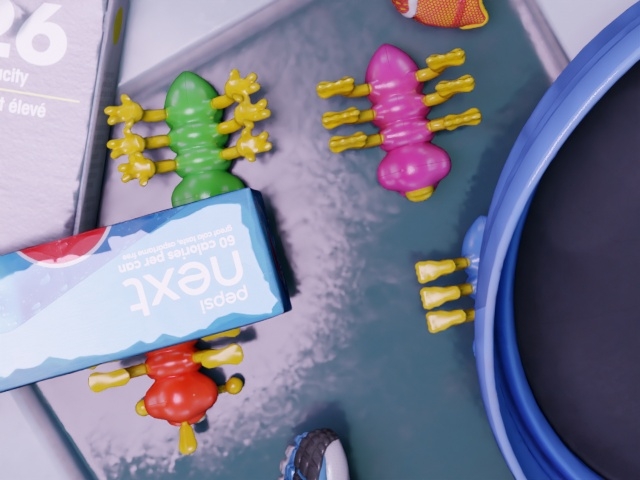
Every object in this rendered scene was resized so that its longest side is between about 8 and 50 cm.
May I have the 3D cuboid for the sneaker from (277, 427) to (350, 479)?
[{"bbox_3d":[0.025,0.188,1.129,0.083,0.071,0.190,-12,114,-11],"label":"sneaker"}]

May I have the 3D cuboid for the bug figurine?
[{"bbox_3d":[0.000,0.000,1.122,0.279,0.072,0.216,-9,89,4],"label":"bug figurine"}]

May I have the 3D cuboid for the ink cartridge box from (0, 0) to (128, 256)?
[{"bbox_3d":[-0.269,-0.101,1.123,0.304,0.072,0.307,9,95,1],"label":"ink cartridge box"}]

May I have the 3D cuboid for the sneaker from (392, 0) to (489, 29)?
[{"bbox_3d":[0.088,-0.206,1.127,0.067,0.064,0.175,12,98,-20],"label":"sneaker"}]

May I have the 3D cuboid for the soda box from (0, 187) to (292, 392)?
[{"bbox_3d":[-0.126,0.033,1.060,0.210,0.067,0.071,-15,88,3],"label":"soda box"}]

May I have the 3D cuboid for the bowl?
[{"bbox_3d":[0.267,0.022,1.056,0.391,0.077,0.391,-4,113,-9],"label":"bowl"}]
